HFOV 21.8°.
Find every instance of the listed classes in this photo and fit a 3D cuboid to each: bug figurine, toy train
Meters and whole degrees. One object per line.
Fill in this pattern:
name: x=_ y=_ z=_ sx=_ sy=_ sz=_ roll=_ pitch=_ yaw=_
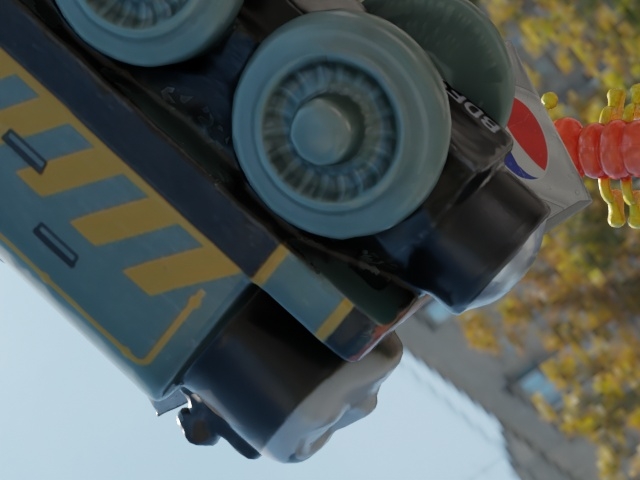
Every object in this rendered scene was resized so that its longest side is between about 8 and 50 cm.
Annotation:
bug figurine: x=0.213 y=-0.152 z=0.990 sx=0.072 sy=0.216 sz=0.279 roll=9 pitch=-102 yaw=-58
toy train: x=-0.077 y=-0.067 z=0.624 sx=0.334 sy=0.190 sz=0.142 roll=42 pitch=-157 yaw=5

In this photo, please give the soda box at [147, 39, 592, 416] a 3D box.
soda box: x=0.000 y=0.000 z=0.898 sx=0.091 sy=0.286 sz=0.098 roll=-28 pitch=-90 yaw=-47
